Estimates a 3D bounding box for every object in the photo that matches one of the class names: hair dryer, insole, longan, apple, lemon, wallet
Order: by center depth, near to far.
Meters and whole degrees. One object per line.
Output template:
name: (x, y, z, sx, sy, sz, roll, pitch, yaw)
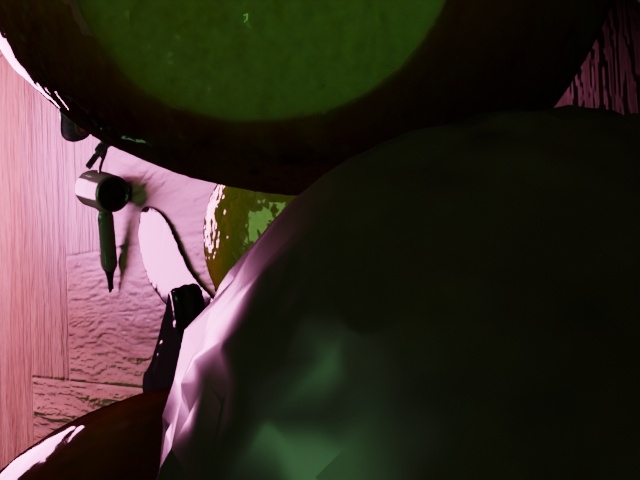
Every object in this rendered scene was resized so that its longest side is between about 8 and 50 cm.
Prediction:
longan: (0.101, 0.135, 0.559, 0.391, 0.391, 0.391, 1, 91, 60)
apple: (-0.006, -0.210, 0.731, 0.374, 0.384, 0.374, -176, 90, -65)
lemon: (0.000, 0.000, 0.933, 0.178, 0.178, 0.203, 64, 143, 37)
wallet: (-0.146, 0.153, 1.283, 0.250, 0.044, 0.149, 118, 143, -59)
insole: (-0.156, 0.044, 1.375, 0.253, 0.005, 0.086, 51, 133, 48)
hair dryer: (-0.260, -0.008, 1.522, 0.071, 0.047, 0.150, 18, 112, 58)

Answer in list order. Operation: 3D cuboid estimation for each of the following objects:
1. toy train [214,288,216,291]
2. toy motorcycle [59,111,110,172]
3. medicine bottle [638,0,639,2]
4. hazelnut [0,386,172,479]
toy train: (-0.067, 0.048, 1.186, 0.064, 0.044, 0.103, 18, 106, 48)
toy motorcycle: (-0.244, -0.210, 1.442, 0.157, 0.091, 0.263, 51, 131, 41)
medicine bottle: (0.265, -0.160, 0.455, 0.332, 0.190, 0.189, 19, 107, 59)
hazelnut: (-0.155, 0.336, 1.011, 0.402, 0.402, 0.429, -122, 31, -43)
